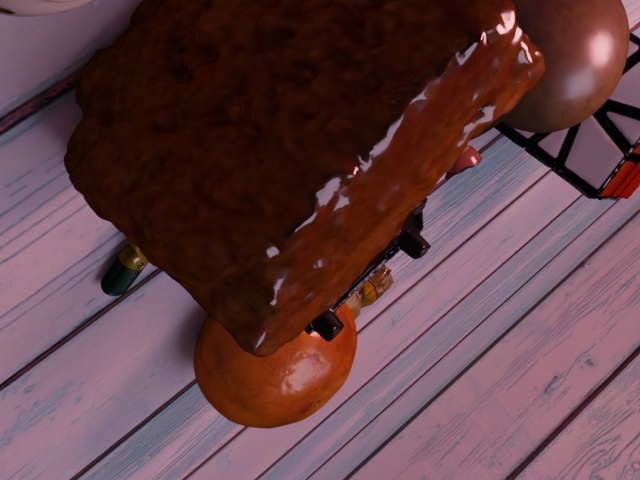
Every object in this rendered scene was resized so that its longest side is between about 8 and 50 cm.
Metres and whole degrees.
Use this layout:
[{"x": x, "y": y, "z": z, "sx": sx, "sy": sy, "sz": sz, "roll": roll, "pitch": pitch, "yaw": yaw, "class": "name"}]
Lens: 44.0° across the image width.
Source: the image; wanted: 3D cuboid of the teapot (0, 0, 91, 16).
[{"x": -0.202, "y": -0.272, "z": 0.531, "sx": 0.208, "sy": 0.166, "sz": 0.299, "roll": -32, "pitch": 146, "yaw": -13, "class": "teapot"}]

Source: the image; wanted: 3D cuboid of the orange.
[{"x": -0.074, "y": 0.191, "z": 1.342, "sx": 0.284, "sy": 0.226, "sz": 0.283, "roll": -30, "pitch": 152, "yaw": -18, "class": "orange"}]

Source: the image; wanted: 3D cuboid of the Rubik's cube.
[{"x": 0.549, "y": -0.265, "z": 1.560, "sx": 0.293, "sy": 0.288, "sz": 0.283, "roll": -57, "pitch": 155, "yaw": 18, "class": "Rubik's cube"}]

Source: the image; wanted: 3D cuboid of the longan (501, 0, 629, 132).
[{"x": 0.351, "y": -0.299, "z": 1.242, "sx": 0.258, "sy": 0.258, "sz": 0.258, "roll": -36, "pitch": 154, "yaw": -21, "class": "longan"}]

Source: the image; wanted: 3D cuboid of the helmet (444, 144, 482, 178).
[{"x": 0.269, "y": -0.161, "z": 1.555, "sx": 0.084, "sy": 0.049, "sz": 0.065, "roll": -27, "pitch": -163, "yaw": 23, "class": "helmet"}]

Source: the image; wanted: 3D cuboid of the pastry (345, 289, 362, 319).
[{"x": 0.010, "y": 0.139, "z": 1.556, "sx": 0.166, "sy": 0.088, "sz": 0.165, "roll": -36, "pitch": 153, "yaw": -22, "class": "pastry"}]

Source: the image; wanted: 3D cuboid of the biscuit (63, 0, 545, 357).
[{"x": -0.041, "y": -0.136, "z": 0.754, "sx": 0.395, "sy": 0.343, "sz": 0.166, "roll": -48, "pitch": 152, "yaw": -2, "class": "biscuit"}]

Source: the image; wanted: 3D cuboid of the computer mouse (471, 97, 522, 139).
[{"x": 0.141, "y": -0.153, "z": 0.937, "sx": 0.168, "sy": 0.087, "sz": 0.295, "roll": -14, "pitch": -176, "yaw": 32, "class": "computer mouse"}]

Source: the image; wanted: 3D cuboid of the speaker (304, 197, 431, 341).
[{"x": -0.015, "y": -0.036, "z": 1.047, "sx": 0.232, "sy": 0.254, "sz": 0.184, "roll": -42, "pitch": 157, "yaw": -8, "class": "speaker"}]

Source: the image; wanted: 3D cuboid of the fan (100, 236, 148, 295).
[{"x": -0.234, "y": 0.010, "z": 1.025, "sx": 0.155, "sy": 0.039, "sz": 0.082, "roll": -50, "pitch": 156, "yaw": 13, "class": "fan"}]

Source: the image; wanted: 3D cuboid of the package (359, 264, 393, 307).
[{"x": 0.097, "y": 0.106, "z": 1.692, "sx": 0.131, "sy": 0.047, "sz": 0.071, "roll": -41, "pitch": 158, "yaw": -16, "class": "package"}]
